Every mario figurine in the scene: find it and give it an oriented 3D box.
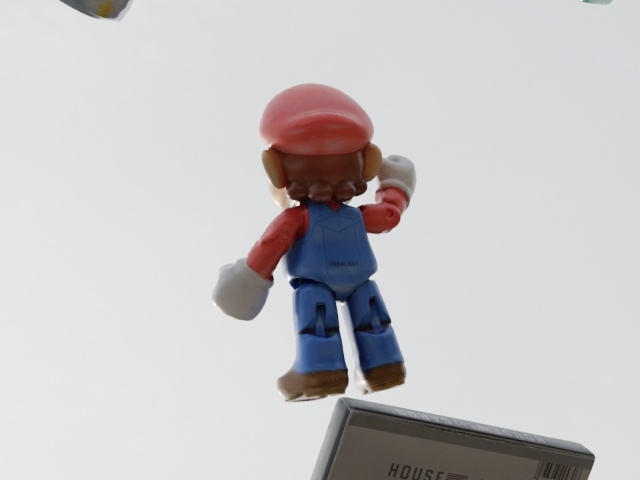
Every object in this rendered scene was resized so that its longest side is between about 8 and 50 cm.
[{"bbox_3d":[0.000,0.000,1.373,0.170,0.321,0.198,-12,-11,29],"label":"mario figurine"}]

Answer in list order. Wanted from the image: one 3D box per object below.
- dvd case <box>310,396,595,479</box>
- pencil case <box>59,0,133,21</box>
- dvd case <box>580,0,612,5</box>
[{"bbox_3d":[0.057,0.225,0.862,0.179,0.029,0.239,14,-78,-22],"label":"dvd case"},{"bbox_3d":[-0.145,-0.307,1.066,0.124,0.113,0.273,25,-76,-34],"label":"pencil case"},{"bbox_3d":[0.099,-0.143,0.411,0.013,0.087,0.119,4,-103,-17],"label":"dvd case"}]
